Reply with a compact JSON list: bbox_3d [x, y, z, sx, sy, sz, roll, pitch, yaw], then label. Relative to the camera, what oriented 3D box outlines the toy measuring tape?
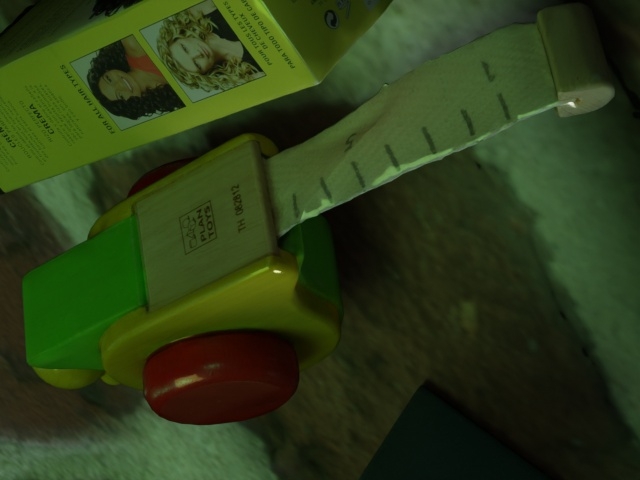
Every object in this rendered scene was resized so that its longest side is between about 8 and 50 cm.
[{"bbox_3d":[0.000,0.000,0.666,0.330,0.121,0.121,-26,109,33],"label":"toy measuring tape"}]

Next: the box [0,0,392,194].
[{"bbox_3d":[-0.069,-0.082,0.639,0.232,0.087,0.058,-15,119,48],"label":"box"}]

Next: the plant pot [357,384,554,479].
[{"bbox_3d":[0.090,0.226,0.748,0.234,0.166,0.165,31,143,9],"label":"plant pot"}]
